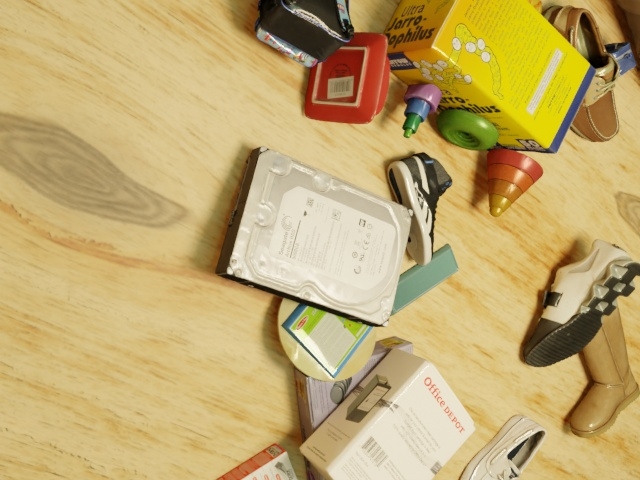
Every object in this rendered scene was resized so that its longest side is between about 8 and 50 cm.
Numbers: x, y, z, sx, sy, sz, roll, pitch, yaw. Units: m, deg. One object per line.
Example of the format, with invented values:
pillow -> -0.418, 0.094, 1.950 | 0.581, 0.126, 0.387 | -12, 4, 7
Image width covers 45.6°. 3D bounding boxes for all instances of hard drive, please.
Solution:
hard drive -> 0.000, 0.000, 1.368 | 0.338, 0.064, 0.237 | 22, 75, -26

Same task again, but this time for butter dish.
butter dish -> 0.067, -0.282, 1.365 | 0.118, 0.160, 0.160 | 7, 94, -53

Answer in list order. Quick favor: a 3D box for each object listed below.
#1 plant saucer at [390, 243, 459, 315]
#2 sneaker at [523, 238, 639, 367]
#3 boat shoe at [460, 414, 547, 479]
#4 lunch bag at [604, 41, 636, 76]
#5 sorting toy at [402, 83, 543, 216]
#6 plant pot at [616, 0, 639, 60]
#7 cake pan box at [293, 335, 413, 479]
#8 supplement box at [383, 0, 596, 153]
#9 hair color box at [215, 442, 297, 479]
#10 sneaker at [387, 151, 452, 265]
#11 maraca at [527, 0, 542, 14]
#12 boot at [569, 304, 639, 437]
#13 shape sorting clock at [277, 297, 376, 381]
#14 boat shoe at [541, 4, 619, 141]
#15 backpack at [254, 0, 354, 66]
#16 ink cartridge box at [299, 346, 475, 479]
plant saucer -> 0.207, 0.080, 1.554 | 0.192, 0.018, 0.067 | -31, 111, -21
sneaker -> 0.565, 0.141, 1.715 | 0.122, 0.146, 0.330 | 29, 107, -36
boat shoe -> 0.403, 0.499, 1.686 | 0.258, 0.084, 0.095 | -50, 117, -14
lunch bag -> 0.643, -0.402, 1.681 | 0.067, 0.098, 0.065 | -34, 110, -15
sorting toy -> 0.285, -0.161, 1.492 | 0.365, 0.127, 0.126 | 31, 75, -30
plant pot -> 0.822, -0.484, 1.678 | 0.323, 0.323, 0.280 | -35, 129, -21
cake pan box -> 0.080, 0.346, 1.494 | 0.245, 0.070, 0.267 | -13, 103, -25
supplement box -> 0.315, -0.337, 1.451 | 0.356, 0.194, 0.195 | 32, 81, -28
hair color box -> -0.127, 0.461, 1.403 | 0.167, 0.053, 0.093 | -26, 108, -22
sneaker -> 0.217, -0.068, 1.502 | 0.121, 0.079, 0.217 | -23, 108, -25
maraca -> 0.401, -0.461, 1.540 | 0.185, 0.099, 0.127 | 43, 63, -49
boot -> 0.643, 0.294, 1.796 | 0.236, 0.089, 0.270 | -33, 111, -30
shape sorting clock -> 0.013, 0.159, 1.418 | 0.206, 0.040, 0.206 | 7, 75, -29
boat shoe -> 0.573, -0.354, 1.635 | 0.122, 0.120, 0.324 | -42, 114, -18
backpack -> -0.027, -0.409, 1.295 | 0.158, 0.117, 0.173 | 21, 56, -31
ink cartridge box -> 0.130, 0.369, 1.421 | 0.273, 0.114, 0.198 | -44, 116, -17
